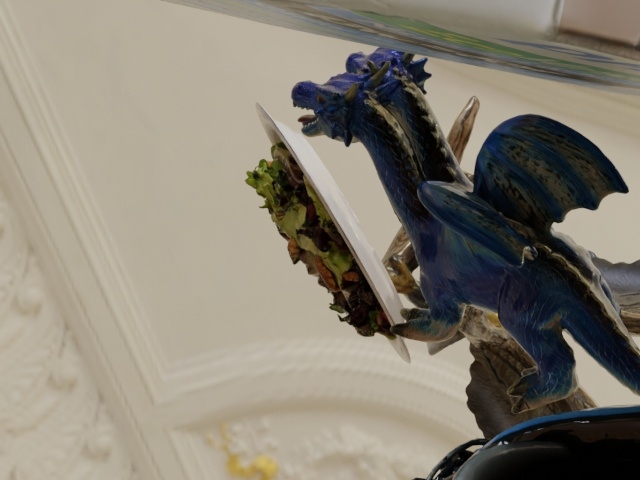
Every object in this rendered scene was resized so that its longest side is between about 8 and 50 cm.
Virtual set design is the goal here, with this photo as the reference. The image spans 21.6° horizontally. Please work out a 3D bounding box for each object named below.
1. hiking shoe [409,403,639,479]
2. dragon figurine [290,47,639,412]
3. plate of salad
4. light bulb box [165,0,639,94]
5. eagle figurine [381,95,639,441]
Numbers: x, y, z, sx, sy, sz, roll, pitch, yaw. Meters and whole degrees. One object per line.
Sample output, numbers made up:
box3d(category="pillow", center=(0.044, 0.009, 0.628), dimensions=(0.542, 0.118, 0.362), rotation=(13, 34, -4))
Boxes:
box3d(category="hiking shoe", center=(0.045, 0.104, 0.514), dimensions=(0.304, 0.113, 0.132), rotation=(-17, -45, 19))
box3d(category="dragon figurine", center=(0.096, -0.002, 0.821), dimensions=(0.085, 0.289, 0.144), rotation=(-34, -46, -25))
box3d(category="plate of salad", center=(0.000, 0.000, 1.107), dimensions=(0.048, 0.200, 0.200), rotation=(-30, -61, -3))
box3d(category="light bulb box", center=(0.129, -0.165, 0.610), dimensions=(0.358, 0.361, 0.225), rotation=(7, -83, -31))
box3d(category="eagle figurine", center=(0.177, 0.071, 1.296), dimensions=(0.298, 0.225, 0.226), rotation=(31, -51, 13))
